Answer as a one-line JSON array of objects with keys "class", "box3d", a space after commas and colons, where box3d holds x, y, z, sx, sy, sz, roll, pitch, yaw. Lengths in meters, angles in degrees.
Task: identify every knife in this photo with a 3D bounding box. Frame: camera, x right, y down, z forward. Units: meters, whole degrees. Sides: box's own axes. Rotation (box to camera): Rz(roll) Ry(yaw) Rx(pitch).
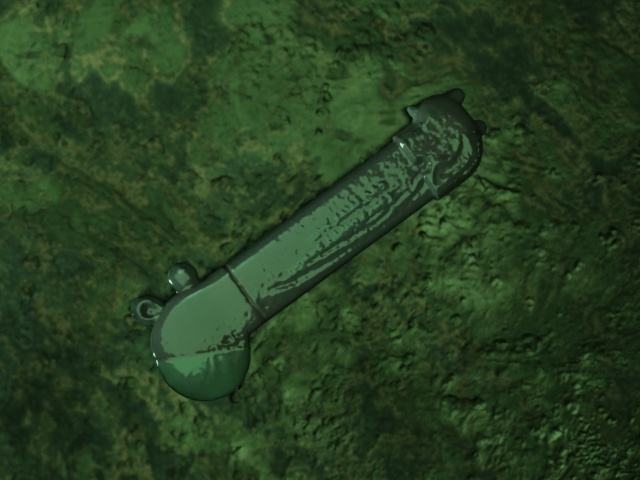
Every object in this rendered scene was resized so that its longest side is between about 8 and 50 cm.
[{"class": "knife", "box3d": [0.000, 0.000, 1.262, 0.398, 0.038, 0.132, -37, 99, -5]}]
